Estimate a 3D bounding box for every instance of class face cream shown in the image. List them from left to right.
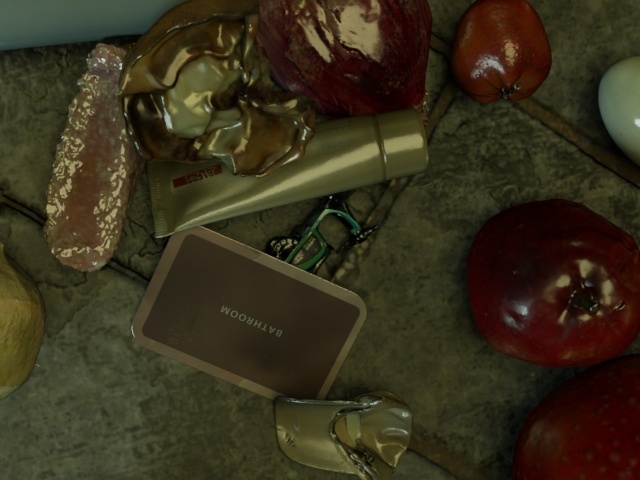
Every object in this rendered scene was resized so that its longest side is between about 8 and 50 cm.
[{"bbox_3d":[-0.041,-0.092,1.366,0.341,0.084,0.137,-11,61,-3],"label":"face cream"}]

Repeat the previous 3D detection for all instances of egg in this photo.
[{"bbox_3d":[0.459,-0.163,1.464,0.209,0.151,0.151,35,82,-8],"label":"egg"}]

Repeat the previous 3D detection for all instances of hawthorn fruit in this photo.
[{"bbox_3d":[0.228,-0.248,1.427,0.132,0.133,0.138,-2,75,-12],"label":"hawthorn fruit"},{"bbox_3d":[0.303,0.066,1.374,0.230,0.266,0.210,17,101,-8],"label":"hawthorn fruit"},{"bbox_3d":[0.369,0.302,1.384,0.368,0.285,0.285,-26,94,-5],"label":"hawthorn fruit"}]

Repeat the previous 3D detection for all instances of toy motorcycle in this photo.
[{"bbox_3d":[0.000,0.000,1.411,0.100,0.058,0.173,40,82,-16],"label":"toy motorcycle"}]

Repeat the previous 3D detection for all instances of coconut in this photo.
[{"bbox_3d":[-0.401,0.087,1.261,0.194,0.194,0.195,0,89,-12],"label":"coconut"}]

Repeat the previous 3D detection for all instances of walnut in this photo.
[{"bbox_3d":[-0.133,-0.175,1.271,0.204,0.141,0.238,-31,130,-2],"label":"walnut"}]

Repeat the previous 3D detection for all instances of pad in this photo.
[{"bbox_3d":[-0.088,0.100,1.385,0.266,0.002,0.176,24,104,-11],"label":"pad"}]

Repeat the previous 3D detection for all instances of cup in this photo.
[{"bbox_3d":[-0.252,-0.336,1.286,0.312,0.205,0.206,-8,91,-13],"label":"cup"}]

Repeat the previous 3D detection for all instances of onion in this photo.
[{"bbox_3d":[0.052,-0.254,1.395,0.227,0.120,0.283,-42,98,-5],"label":"onion"}]

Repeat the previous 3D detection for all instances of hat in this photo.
[{"bbox_3d":[0.029,0.222,1.405,0.175,0.085,0.147,12,122,10],"label":"hat"}]

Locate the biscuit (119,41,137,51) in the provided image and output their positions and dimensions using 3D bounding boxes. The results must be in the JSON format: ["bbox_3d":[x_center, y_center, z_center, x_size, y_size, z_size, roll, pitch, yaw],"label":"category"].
[{"bbox_3d":[-0.218,-0.207,1.386,0.078,0.015,0.091,-39,97,-12],"label":"biscuit"}]

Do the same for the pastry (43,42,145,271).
[{"bbox_3d":[-0.262,-0.096,1.332,0.102,0.112,0.265,16,93,-3],"label":"pastry"}]
